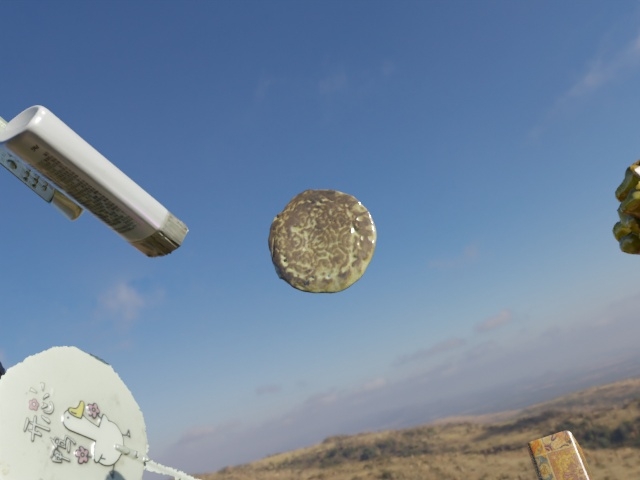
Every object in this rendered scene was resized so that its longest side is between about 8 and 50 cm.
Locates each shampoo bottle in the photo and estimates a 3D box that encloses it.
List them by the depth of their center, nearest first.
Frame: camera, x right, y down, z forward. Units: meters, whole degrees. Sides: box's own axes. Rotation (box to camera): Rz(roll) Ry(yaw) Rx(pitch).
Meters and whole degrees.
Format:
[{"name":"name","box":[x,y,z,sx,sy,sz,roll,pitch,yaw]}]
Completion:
[{"name":"shampoo bottle","box":[-0.263,-0.062,0.753,0.086,0.055,0.227,-7,-39,41]}]

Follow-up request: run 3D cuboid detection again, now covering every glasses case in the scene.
[{"name":"glasses case","box":[0.258,0.298,0.595,0.049,0.218,0.075,-23,-38,16]}]

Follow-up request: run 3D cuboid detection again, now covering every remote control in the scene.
[{"name":"remote control","box":[-0.471,-0.124,1.017,0.098,0.233,0.038,-31,20,54]}]

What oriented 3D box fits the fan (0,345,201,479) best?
[{"name":"fan","box":[-0.247,0.279,0.827,0.012,0.233,0.415,-25,-44,24]}]

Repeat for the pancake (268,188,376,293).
[{"name":"pancake","box":[0.000,0.000,0.619,0.115,0.114,0.011,-18,-27,4]}]

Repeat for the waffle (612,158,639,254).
[{"name":"waffle","box":[0.282,-0.005,0.382,0.193,0.070,0.197,15,22,29]}]

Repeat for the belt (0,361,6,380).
[{"name":"belt","box":[-0.549,0.302,1.044,0.164,0.289,0.184,-26,8,-15]}]
